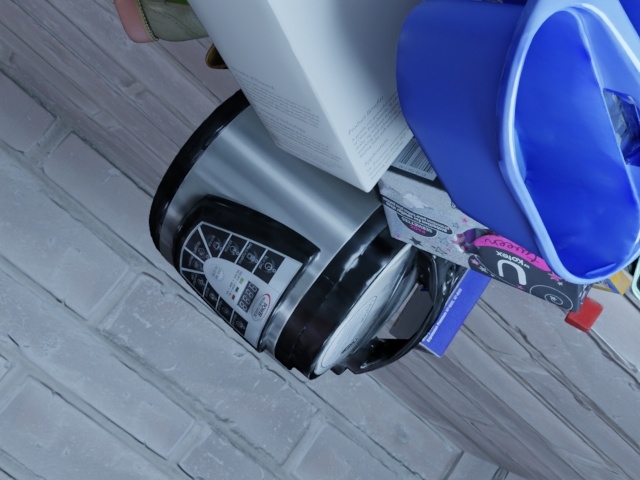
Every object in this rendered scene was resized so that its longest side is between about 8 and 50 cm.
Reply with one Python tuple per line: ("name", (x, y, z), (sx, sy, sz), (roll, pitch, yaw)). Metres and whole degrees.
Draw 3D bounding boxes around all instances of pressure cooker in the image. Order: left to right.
("pressure cooker", (0.004, -0.004, 1.312), (0.420, 0.375, 0.370), (40, 178, 12))

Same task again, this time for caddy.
("caddy", (0.220, -0.115, 0.726), (0.179, 0.241, 0.341), (33, 168, 43))

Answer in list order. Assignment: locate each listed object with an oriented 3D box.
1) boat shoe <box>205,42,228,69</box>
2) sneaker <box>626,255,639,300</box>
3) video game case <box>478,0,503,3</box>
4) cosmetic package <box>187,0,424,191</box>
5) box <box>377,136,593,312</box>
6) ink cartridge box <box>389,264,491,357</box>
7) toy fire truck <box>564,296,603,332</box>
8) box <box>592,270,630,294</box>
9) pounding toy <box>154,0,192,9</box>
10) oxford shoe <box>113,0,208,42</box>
("boat shoe", (-0.112, -0.281, 1.241), (0.178, 0.060, 0.064), (-18, 98, 62))
("sneaker", (0.370, 0.013, 0.953), (0.094, 0.151, 0.256), (29, 166, 24))
("video game case", (0.138, -0.255, 0.914), (0.212, 0.023, 0.193), (36, 167, 9))
("cosmetic package", (-0.001, -0.239, 0.853), (0.155, 0.197, 0.365), (30, 163, 34))
("box", (0.209, -0.054, 0.983), (0.247, 0.163, 0.142), (23, 153, 30))
("ink cartridge box", (0.209, 0.106, 1.498), (0.069, 0.176, 0.371), (33, 175, 2))
("toy fire truck", (0.352, 0.061, 1.375), (0.192, 0.047, 0.135), (34, 170, 23))
("box", (0.373, 0.022, 1.239), (0.136, 0.028, 0.081), (43, 166, -30))
("pounding toy", (-0.101, -0.328, 1.037), (0.182, 0.110, 0.237), (-4, -160, -34))
("oxford shoe", (-0.209, -0.409, 1.129), (0.146, 0.141, 0.397), (5, 157, 5))
